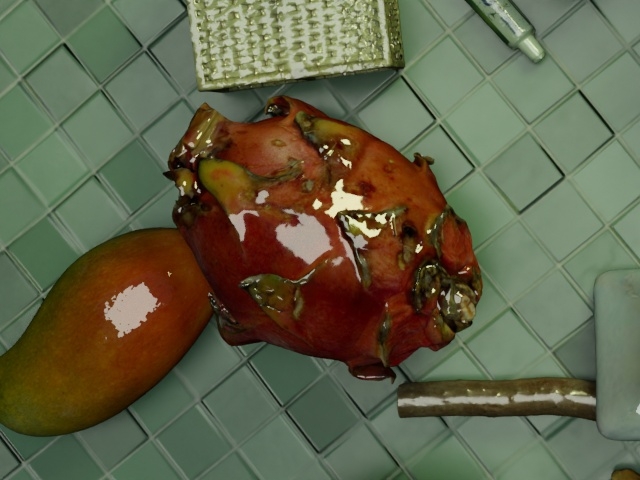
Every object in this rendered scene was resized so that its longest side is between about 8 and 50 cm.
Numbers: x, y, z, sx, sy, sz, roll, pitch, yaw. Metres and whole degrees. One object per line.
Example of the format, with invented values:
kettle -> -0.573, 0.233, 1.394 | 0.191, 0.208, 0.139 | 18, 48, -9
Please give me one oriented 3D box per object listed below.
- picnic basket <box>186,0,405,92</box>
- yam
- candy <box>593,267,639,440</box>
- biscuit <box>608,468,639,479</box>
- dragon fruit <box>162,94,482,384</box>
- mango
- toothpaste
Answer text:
picnic basket -> -0.027, -0.231, 1.755 | 0.196, 0.134, 0.154 | -6, 94, 10
yam -> 0.239, 0.158, 1.767 | 0.326, 0.045, 0.045 | -1, 113, 9
candy -> 0.330, 0.106, 1.711 | 0.138, 0.071, 0.174 | -2, 63, 10
biscuit -> 0.325, 0.314, 1.749 | 0.118, 0.061, 0.183 | -1, 91, 8
dragon fruit -> -0.004, -0.002, 1.713 | 0.315, 0.250, 0.250 | 15, 94, -9
mango -> -0.220, 0.101, 1.804 | 0.146, 0.129, 0.289 | 43, 106, 4
toothpaste -> 0.151, -0.254, 1.775 | 0.049, 0.031, 0.204 | -42, 83, 7
